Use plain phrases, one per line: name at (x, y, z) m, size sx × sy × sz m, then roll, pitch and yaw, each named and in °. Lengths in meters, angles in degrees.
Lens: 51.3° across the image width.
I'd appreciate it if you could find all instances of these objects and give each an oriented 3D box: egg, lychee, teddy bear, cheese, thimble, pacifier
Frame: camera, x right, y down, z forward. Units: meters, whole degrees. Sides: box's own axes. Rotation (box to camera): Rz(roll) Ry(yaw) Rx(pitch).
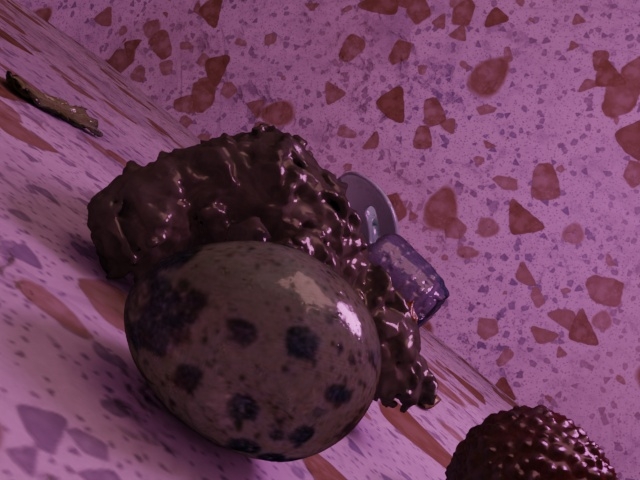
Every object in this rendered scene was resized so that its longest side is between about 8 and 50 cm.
egg at (-0.043, 0.069, 0.449) m, size 0.182 × 0.141 × 0.141 m, roll 29°, pitch 7°, yaw -23°
lychee at (0.206, 0.237, 0.630) m, size 0.197 × 0.165 × 0.165 m, roll -17°, pitch 41°, yaw -31°
teddy bear at (-0.030, 0.051, 0.721) m, size 0.367 × 0.224 × 0.357 m, roll 54°, pitch 2°, yaw 0°
cheese at (0.170, 0.252, 1.115) m, size 0.060 × 0.041 × 0.084 m, roll 48°, pitch -9°, yaw 20°
thimble at (0.130, 0.114, 1.269) m, size 0.172 × 0.205 × 0.236 m, roll 45°, pitch -20°, yaw 14°
pacifier at (0.000, 0.000, 1.442) m, size 0.343 × 0.288 × 0.269 m, roll -2°, pitch 15°, yaw 46°

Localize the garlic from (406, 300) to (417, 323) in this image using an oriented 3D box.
garlic at (0.046, 0.114, 1.086) m, size 0.207 × 0.128 × 0.115 m, roll 36°, pitch 47°, yaw -3°

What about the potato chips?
potato chips at (-0.434, -0.225, 1.088) m, size 0.092 × 0.028 × 0.207 m, roll 42°, pitch 6°, yaw 18°
